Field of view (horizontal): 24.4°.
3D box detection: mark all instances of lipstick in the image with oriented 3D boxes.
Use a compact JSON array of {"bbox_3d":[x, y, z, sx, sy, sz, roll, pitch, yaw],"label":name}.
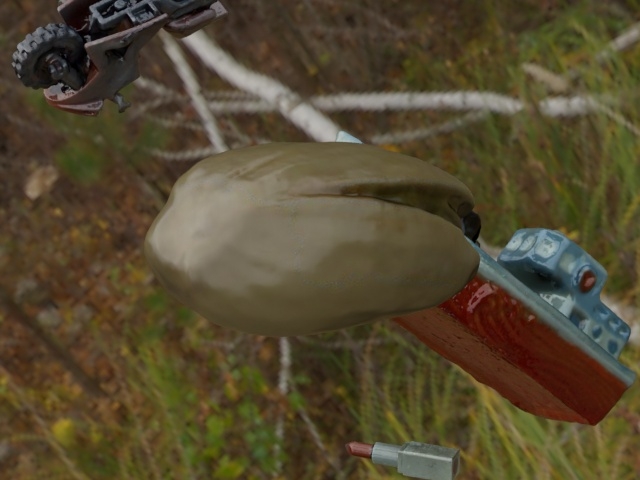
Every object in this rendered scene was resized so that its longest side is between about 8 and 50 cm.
[{"bbox_3d":[0.086,0.235,1.610,0.129,0.030,0.030,6,19,22],"label":"lipstick"}]

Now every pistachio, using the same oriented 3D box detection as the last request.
[{"bbox_3d":[0.000,0.000,0.949,0.226,0.136,0.136,-1,32,-21],"label":"pistachio"}]

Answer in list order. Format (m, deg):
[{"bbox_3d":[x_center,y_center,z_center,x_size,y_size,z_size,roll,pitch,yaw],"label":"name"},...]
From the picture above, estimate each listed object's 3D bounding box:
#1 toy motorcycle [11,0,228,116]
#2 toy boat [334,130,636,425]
[{"bbox_3d":[-0.174,-0.181,1.323,0.212,0.118,0.084,-29,61,-17],"label":"toy motorcycle"},{"bbox_3d":[0.128,0.021,1.258,0.133,0.332,0.145,-60,22,-14],"label":"toy boat"}]
